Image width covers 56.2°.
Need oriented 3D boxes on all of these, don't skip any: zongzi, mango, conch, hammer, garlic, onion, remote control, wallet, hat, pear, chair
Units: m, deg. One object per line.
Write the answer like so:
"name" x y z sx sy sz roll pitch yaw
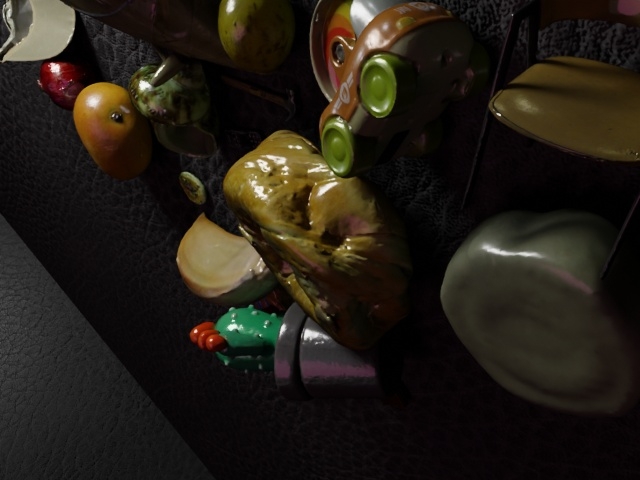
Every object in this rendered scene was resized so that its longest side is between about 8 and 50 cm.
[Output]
"zongzi" -0.280 -0.388 0.961 0.393 0.174 0.356 37 172 -30
"mango" -0.444 -0.225 1.311 0.175 0.139 0.254 49 158 26
"conch" -0.242 -0.238 1.051 0.187 0.124 0.181 29 167 -22
"hammer" -0.100 -0.241 0.980 0.182 0.017 0.062 27 141 35
"garlic" -0.185 0.050 1.265 0.338 0.151 0.196 10 104 49
"onion" -0.567 -0.358 1.341 0.131 0.131 0.131 32 143 28
"remote control" -0.134 -0.183 1.080 0.096 0.014 0.039 16 134 41
"wallet" 0.111 0.265 1.216 0.176 0.026 0.095 58 153 -7
"hat" -0.625 -0.495 1.321 0.245 0.149 0.214 7 109 5
"pear" -0.088 -0.294 0.826 0.107 0.107 0.131 30 130 29
"hammer" -0.279 -0.314 0.996 0.028 0.060 0.195 44 -173 -47
"chair" 0.248 -0.126 0.544 0.159 0.172 0.247 31 150 30

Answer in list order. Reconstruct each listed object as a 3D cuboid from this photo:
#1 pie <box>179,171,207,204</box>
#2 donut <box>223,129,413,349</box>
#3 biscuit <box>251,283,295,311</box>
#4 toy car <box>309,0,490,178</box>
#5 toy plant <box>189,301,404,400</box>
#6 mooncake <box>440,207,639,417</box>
"pie" -0.282 -0.116 1.323 0.084 0.021 0.084 32 144 27
"donut" 0.000 0.000 0.909 0.360 0.170 0.360 49 167 15
"biscuit" -0.077 0.160 1.339 0.280 0.043 0.183 -8 119 57
"toy car" 0.061 -0.212 0.718 0.235 0.145 0.235 37 137 45
"toy plant" -0.051 0.196 1.126 0.400 0.279 0.185 0 114 25
"mooncake" 0.275 0.079 0.708 0.275 0.135 0.275 33 150 22
